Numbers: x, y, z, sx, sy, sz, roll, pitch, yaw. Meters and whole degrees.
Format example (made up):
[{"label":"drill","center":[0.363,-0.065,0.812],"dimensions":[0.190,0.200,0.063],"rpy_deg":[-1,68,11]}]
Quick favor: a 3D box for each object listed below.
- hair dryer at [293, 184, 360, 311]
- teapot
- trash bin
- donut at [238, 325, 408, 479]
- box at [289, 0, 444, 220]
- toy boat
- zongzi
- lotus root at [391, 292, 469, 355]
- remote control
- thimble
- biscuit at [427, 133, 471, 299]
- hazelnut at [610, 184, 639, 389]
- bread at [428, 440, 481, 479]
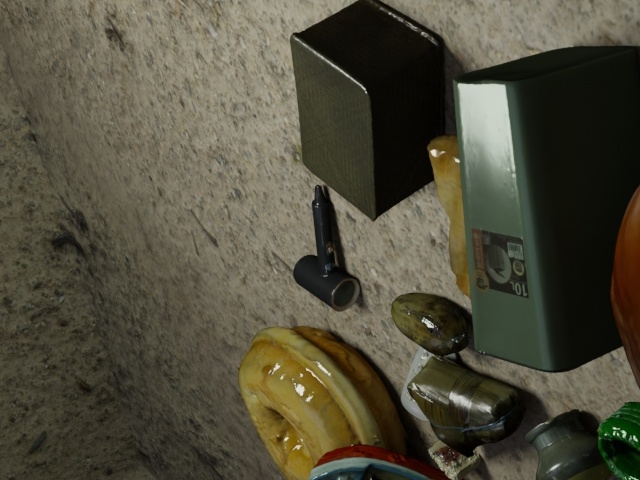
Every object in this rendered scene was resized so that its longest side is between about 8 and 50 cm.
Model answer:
[{"label":"hair dryer","center":[0.000,0.000,2.275],"dimensions":[0.128,0.070,0.255],"rpy_deg":[30,136,45]},{"label":"teapot","center":[0.388,0.335,1.908],"dimensions":[0.119,0.130,0.166],"rpy_deg":[63,-170,22]},{"label":"trash bin","center":[0.281,-0.045,1.463],"dimensions":[0.158,0.223,0.343],"rpy_deg":[11,116,56]},{"label":"donut","center":[0.006,0.366,2.506],"dimensions":[0.449,0.198,0.449],"rpy_deg":[42,152,29]},{"label":"box","center":[0.072,-0.194,1.817],"dimensions":[0.184,0.143,0.273],"rpy_deg":[39,150,34]},{"label":"toy boat","center":[0.133,0.488,2.294],"dimensions":[0.332,0.133,0.145],"rpy_deg":[19,122,-4]},{"label":"zongzi","center":[0.278,0.324,2.092],"dimensions":[0.221,0.112,0.242],"rpy_deg":[17,142,52]},{"label":"lotus root","center":[0.186,0.137,2.064],"dimensions":[0.179,0.081,0.089],"rpy_deg":[30,123,49]},{"label":"remote control","center":[0.198,0.250,2.218],"dimensions":[0.073,0.044,0.229],"rpy_deg":[34,140,19]},{"label":"thimble","center":[0.462,0.292,1.742],"dimensions":[0.130,0.090,0.118],"rpy_deg":[42,152,30]},{"label":"biscuit","center":[0.249,-0.019,1.762],"dimensions":[0.213,0.091,0.274],"rpy_deg":[35,146,43]},{"label":"hazelnut","center":[0.450,0.052,1.224],"dimensions":[0.315,0.372,0.372],"rpy_deg":[22,160,-16]},{"label":"bread","center":[0.249,0.400,2.268],"dimensions":[0.083,0.070,0.035],"rpy_deg":[44,151,37]}]
